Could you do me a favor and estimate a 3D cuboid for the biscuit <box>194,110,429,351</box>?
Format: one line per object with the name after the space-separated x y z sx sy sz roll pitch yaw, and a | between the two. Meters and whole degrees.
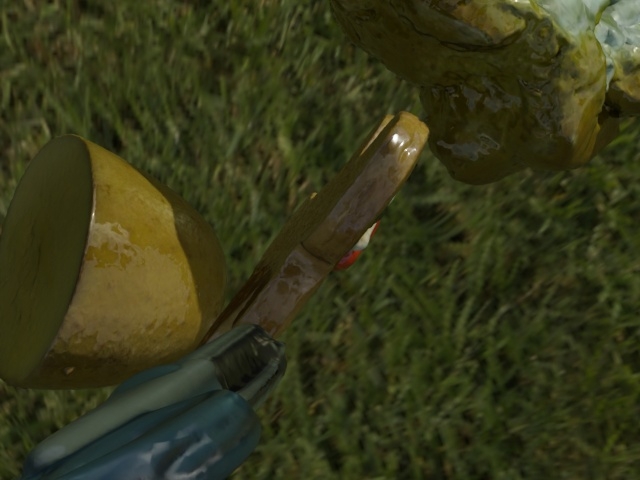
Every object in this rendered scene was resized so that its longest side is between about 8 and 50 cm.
0.001 0.001 0.886 0.035 0.240 0.158 36 65 -6 | biscuit

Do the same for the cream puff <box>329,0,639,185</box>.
0.133 -0.190 1.241 0.323 0.274 0.270 -22 121 -33 | cream puff

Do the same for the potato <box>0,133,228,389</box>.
-0.146 0.031 1.225 0.158 0.203 0.178 20 109 -24 | potato

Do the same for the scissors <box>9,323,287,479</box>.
-0.059 0.068 0.584 0.138 0.289 0.041 -28 92 16 | scissors
